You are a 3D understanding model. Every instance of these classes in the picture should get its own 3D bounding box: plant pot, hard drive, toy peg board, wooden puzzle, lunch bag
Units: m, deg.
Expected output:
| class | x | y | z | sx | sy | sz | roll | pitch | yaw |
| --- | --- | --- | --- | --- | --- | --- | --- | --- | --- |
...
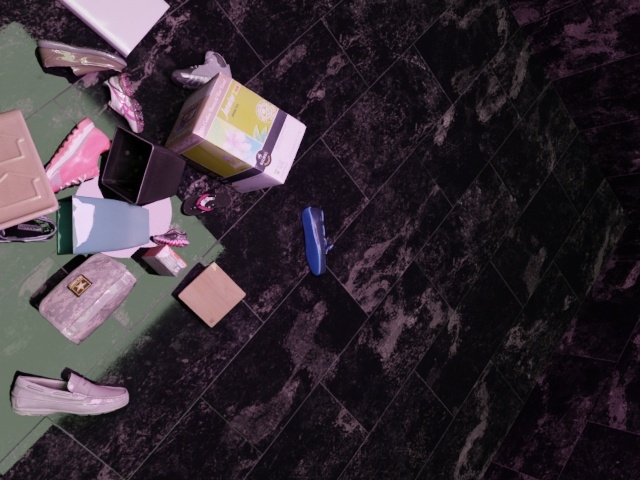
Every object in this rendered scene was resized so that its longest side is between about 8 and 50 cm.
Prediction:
| class | x | y | z | sx | sy | sz | roll | pitch | yaw |
| --- | --- | --- | --- | --- | --- | --- | --- | --- | --- |
| plant pot | -0.528 | -0.223 | 1.702 | 0.167 | 0.188 | 0.187 | 1 | 114 | -55 |
| plant pot | -0.644 | -0.043 | 1.662 | 0.234 | 0.166 | 0.165 | -1 | 89 | -38 |
| hard drive | -0.684 | -0.782 | 1.728 | 0.353 | 0.047 | 0.233 | 40 | 69 | -23 |
| toy peg board | -0.371 | 0.177 | 1.878 | 0.160 | 0.079 | 0.161 | -44 | 110 | -8 |
| wooden puzzle | -0.914 | -0.161 | 1.483 | 0.322 | 0.080 | 0.347 | -23 | 75 | -19 |
| lunch bag | -0.658 | 0.160 | 1.570 | 0.235 | 0.287 | 0.169 | -48 | 112 | -23 |

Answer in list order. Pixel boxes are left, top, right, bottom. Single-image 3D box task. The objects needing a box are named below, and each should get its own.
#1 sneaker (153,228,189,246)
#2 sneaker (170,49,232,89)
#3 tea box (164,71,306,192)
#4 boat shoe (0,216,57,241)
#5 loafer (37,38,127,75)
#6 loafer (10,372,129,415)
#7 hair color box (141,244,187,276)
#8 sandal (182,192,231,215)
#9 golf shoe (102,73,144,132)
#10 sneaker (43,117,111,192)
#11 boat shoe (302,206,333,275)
| class | x | y | z | sx | sy | sz | roll | pitch | yaw |
| --- | --- | --- | --- | --- | --- | --- | --- | --- | --- |
| sneaker | -0.493 | -0.012 | 1.823 | 0.119 | 0.047 | 0.057 | 8 | 68 | -34 |
| sneaker | -0.405 | -0.585 | 1.878 | 0.229 | 0.086 | 0.132 | -2 | 84 | -41 |
| tea box | -0.285 | -0.329 | 1.788 | 0.324 | 0.329 | 0.220 | 27 | 75 | -28 |
| boat shoe | -0.896 | -0.042 | 1.538 | 0.301 | 0.102 | 0.108 | 8 | 84 | -31 |
| loafer | -0.723 | -0.545 | 1.683 | 0.251 | 0.094 | 0.087 | 6 | 110 | -22 |
| loafer | -0.724 | 0.446 | 1.621 | 0.319 | 0.112 | 0.111 | 7 | 93 | -30 |
| hair color box | -0.493 | 0.065 | 1.742 | 0.093 | 0.167 | 0.053 | 49 | 66 | -21 |
| sandal | -0.384 | -0.130 | 1.889 | 0.179 | 0.040 | 0.067 | -17 | 97 | -31 |
| golf shoe | -0.620 | -0.426 | 1.752 | 0.086 | 0.067 | 0.186 | -18 | 104 | 1 |
| sneaker | -0.733 | -0.209 | 1.639 | 0.136 | 0.116 | 0.313 | 38 | 71 | -28 |
| boat shoe | 0.000 | 0.000 | 2.082 | 0.089 | 0.109 | 0.258 | -6 | 94 | -35 |
